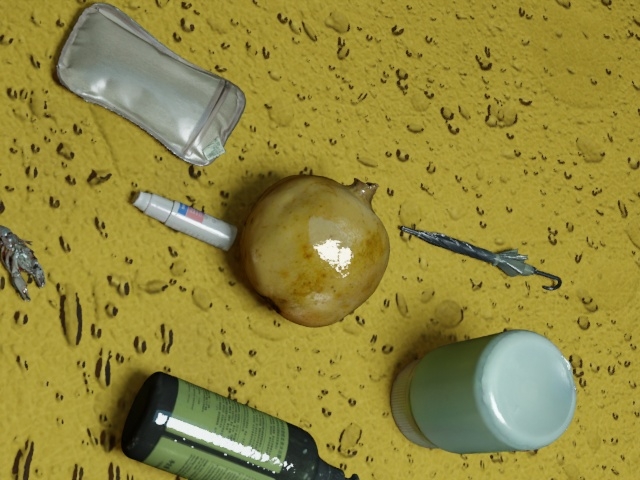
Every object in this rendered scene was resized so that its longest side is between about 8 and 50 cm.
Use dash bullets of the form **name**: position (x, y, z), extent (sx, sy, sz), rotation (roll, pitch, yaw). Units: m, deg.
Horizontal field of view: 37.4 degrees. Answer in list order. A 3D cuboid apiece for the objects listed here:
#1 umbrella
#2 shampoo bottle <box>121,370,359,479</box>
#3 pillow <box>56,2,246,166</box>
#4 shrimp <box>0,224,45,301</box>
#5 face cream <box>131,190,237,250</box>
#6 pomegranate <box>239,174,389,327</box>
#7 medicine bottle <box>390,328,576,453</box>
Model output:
- **umbrella**: position (0.234, 0.015, 1.325), extent (0.269, 0.044, 0.044), rotation (21, 39, -21)
- **shampoo bottle**: position (-0.081, 0.245, 1.082), extent (0.284, 0.101, 0.101), rotation (25, 68, -18)
- **pillow**: position (-0.206, -0.190, 1.165), extent (0.233, 0.038, 0.130), rotation (29, 70, -16)
- **shrimp**: position (-0.334, 0.023, 1.059), extent (0.038, 0.029, 0.092), rotation (-22, 93, -37)
- **face cream**: position (-0.166, -0.026, 1.146), extent (0.130, 0.034, 0.034), rotation (23, 68, -18)
- **pomegranate**: position (0.000, 0.000, 1.139), extent (0.196, 0.196, 0.196), rotation (6, 75, -24)
- **medicine bottle**: position (0.191, 0.190, 1.155), extent (0.139, 0.225, 0.139), rotation (7, 74, -25)
